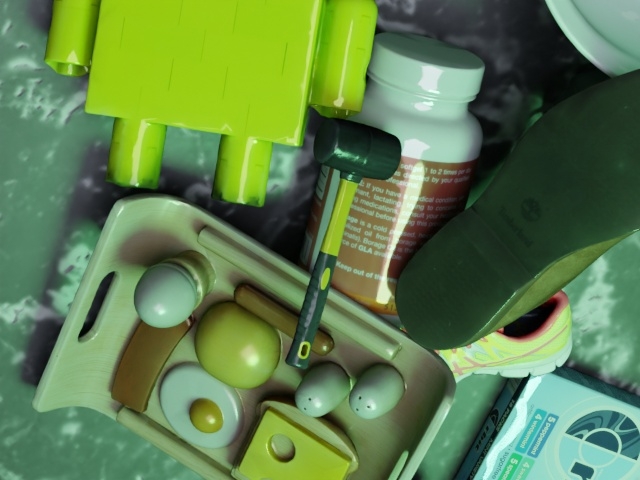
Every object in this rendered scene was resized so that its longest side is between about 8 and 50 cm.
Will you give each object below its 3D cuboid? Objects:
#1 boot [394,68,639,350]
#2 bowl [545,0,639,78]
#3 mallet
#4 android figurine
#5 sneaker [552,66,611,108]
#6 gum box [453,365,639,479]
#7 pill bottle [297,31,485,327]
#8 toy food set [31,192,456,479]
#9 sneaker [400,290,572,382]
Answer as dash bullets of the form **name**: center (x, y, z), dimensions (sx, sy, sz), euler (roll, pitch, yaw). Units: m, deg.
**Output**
- **boot**: center (0.195, -0.028, 1.444), dimensions (0.305, 0.115, 0.112), euler (-39, 71, 23)
- **bowl**: center (0.291, -0.256, 1.450), dimensions (0.298, 0.134, 0.298), euler (-1, 101, -4)
- **mallet**: center (0.000, 0.000, 1.417), dimensions (0.062, 0.039, 0.189), euler (23, 88, -28)
- **android figurine**: center (-0.083, -0.168, 1.444), dimensions (0.248, 0.056, 0.273), euler (8, 92, 4)
- **sneaker**: center (0.364, -0.109, 1.531), dimensions (0.341, 0.139, 0.125), euler (-21, 114, -1)
- **gum box**: center (0.228, 0.200, 1.686), dimensions (0.184, 0.041, 0.157), euler (22, 106, -16)
- **pill bottle**: center (0.060, -0.049, 1.515), dimensions (0.121, 0.121, 0.216), euler (10, 110, -13)
- **toy food set**: center (-0.066, 0.127, 1.504), dimensions (0.306, 0.092, 0.219), euler (32, 118, 12)
- **sneaker**: center (0.114, 0.075, 1.579), dimensions (0.208, 0.081, 0.094), euler (-13, 151, -13)
